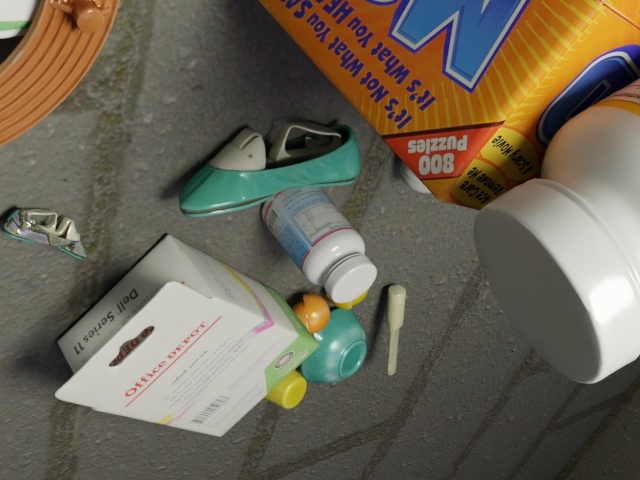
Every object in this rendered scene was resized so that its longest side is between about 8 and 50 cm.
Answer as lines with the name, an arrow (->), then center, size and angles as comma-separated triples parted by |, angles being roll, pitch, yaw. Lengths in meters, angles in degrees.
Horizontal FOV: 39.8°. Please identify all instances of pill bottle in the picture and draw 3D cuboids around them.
pill bottle -> 0.287, -0.042, 0.637 | 0.334, 0.188, 0.188 | -30, 147, -11
pill bottle -> 0.000, 0.000, 1.110 | 0.087, 0.160, 0.087 | -26, 146, -19

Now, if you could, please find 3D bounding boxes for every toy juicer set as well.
toy juicer set -> 0.031, 0.138, 1.410 | 0.329, 0.089, 0.209 | -5, 116, -51

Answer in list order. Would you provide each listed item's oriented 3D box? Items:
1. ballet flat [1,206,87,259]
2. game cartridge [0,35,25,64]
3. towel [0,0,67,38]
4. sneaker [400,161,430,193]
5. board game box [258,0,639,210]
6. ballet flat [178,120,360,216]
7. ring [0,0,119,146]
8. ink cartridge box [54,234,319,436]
ballet flat -> -0.282, -0.010, 0.934 | 0.041, 0.041, 0.114 | -45, 148, 11
game cartridge -> -0.192, -0.302, 0.634 | 0.355, 0.068, 0.230 | -42, 152, 7
towel -> -0.270, -0.254, 0.531 | 0.248, 0.038, 0.325 | -18, 143, -28
sneaker -> 0.244, -0.181, 1.175 | 0.292, 0.108, 0.169 | -27, 150, -15
board game box -> 0.206, -0.259, 0.799 | 0.356, 0.356, 0.356 | 8, 127, -49
ballet flat -> -0.059, -0.094, 1.027 | 0.247, 0.083, 0.087 | -15, 117, -32
ring -> -0.281, -0.165, 0.569 | 0.336, 0.032, 0.336 | -25, 145, -19
ink cartridge box -> -0.179, 0.125, 1.129 | 0.207, 0.119, 0.353 | -43, 149, 7
